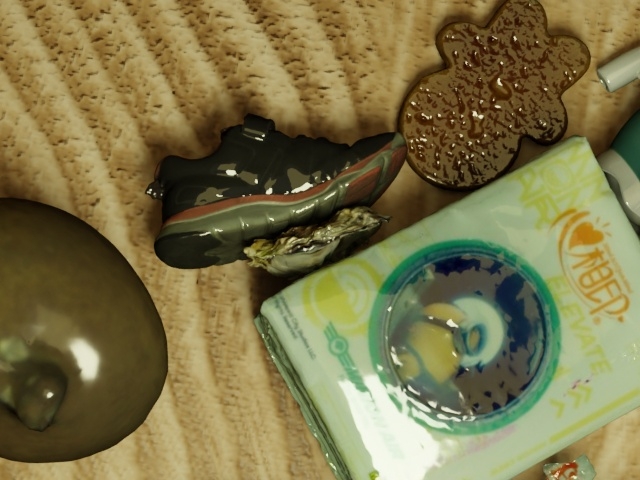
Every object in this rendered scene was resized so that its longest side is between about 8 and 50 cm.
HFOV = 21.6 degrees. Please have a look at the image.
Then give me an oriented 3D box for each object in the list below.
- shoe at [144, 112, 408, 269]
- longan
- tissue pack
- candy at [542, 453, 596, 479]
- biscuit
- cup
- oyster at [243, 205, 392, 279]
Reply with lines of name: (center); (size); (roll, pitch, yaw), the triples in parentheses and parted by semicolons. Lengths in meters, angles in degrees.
shoe: (-0.051, -0.068, 1.770); (0.290, 0.114, 0.137); (-17, 68, -15)
longan: (-0.291, 0.093, 1.634); (0.300, 0.300, 0.243); (25, 110, -3)
tissue pack: (0.161, 0.105, 1.741); (0.388, 0.162, 0.287); (-28, 90, -9)
candy: (0.191, 0.340, 1.736); (0.086, 0.059, 0.292); (25, 103, -31)
biscuit: (0.185, -0.157, 1.837); (0.180, 0.039, 0.236); (45, 81, -2)
cup: (0.389, -0.084, 1.796); (0.173, 0.167, 0.300); (-32, 61, 0)
oyster: (0.002, 0.001, 1.728); (0.165, 0.108, 0.053); (-19, 86, -37)
